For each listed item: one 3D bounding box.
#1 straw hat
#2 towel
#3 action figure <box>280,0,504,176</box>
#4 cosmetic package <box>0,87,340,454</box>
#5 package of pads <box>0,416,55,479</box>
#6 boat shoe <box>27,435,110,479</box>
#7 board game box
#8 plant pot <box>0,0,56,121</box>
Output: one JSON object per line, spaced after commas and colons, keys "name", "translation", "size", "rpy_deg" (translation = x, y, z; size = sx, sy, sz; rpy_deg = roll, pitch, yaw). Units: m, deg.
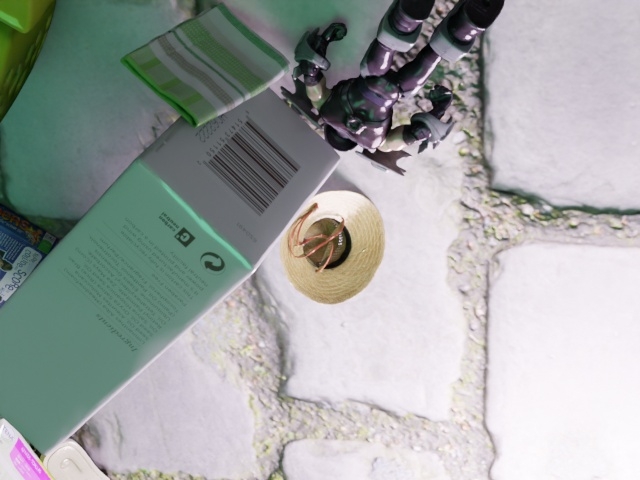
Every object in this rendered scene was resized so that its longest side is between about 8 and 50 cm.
{"name": "straw hat", "translation": [0.000, 0.000, 1.598], "size": [0.061, 0.144, 0.144], "rpy_deg": [21, 148, 55]}
{"name": "towel", "translation": [-0.113, -0.181, 1.404], "size": [0.113, 0.152, 0.023], "rpy_deg": [40, 136, 13]}
{"name": "action figure", "translation": [0.072, -0.171, 1.426], "size": [0.185, 0.099, 0.285], "rpy_deg": [24, 145, -15]}
{"name": "cosmetic package", "translation": [-0.202, 0.029, 1.528], "size": [0.161, 0.230, 0.453], "rpy_deg": [43, 130, -6]}
{"name": "package of pads", "translation": [-0.493, 0.280, 1.840], "size": [0.297, 0.101, 0.229], "rpy_deg": [18, 147, 32]}
{"name": "boat shoe", "translation": [-0.353, 0.344, 1.968], "size": [0.079, 0.084, 0.233], "rpy_deg": [31, 150, 39]}
{"name": "board game box", "translation": [-0.436, 0.031, 1.747], "size": [0.136, 0.035, 0.201], "rpy_deg": [34, 128, -14]}
{"name": "plant pot", "translation": [-0.381, -0.250, 1.393], "size": [0.228, 0.227, 0.207], "rpy_deg": [32, 122, -12]}
